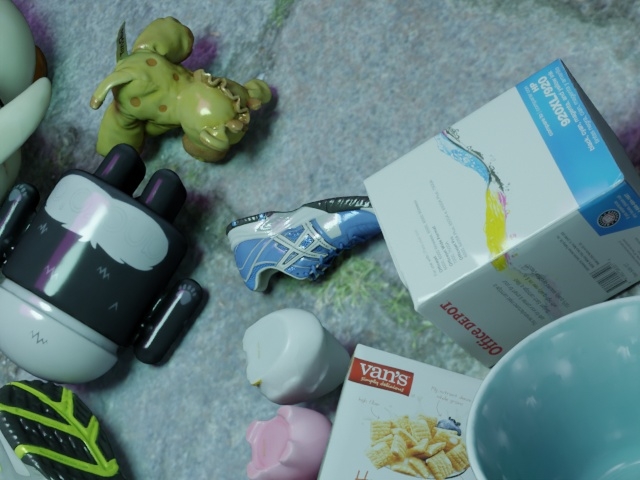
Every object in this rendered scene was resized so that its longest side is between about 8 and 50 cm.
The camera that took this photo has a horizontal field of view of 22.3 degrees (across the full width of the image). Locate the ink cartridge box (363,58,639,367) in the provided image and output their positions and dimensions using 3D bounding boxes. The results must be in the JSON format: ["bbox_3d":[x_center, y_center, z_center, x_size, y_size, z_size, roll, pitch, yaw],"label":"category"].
[{"bbox_3d":[0.195,-0.022,1.593,0.233,0.171,0.168,-32,53,14],"label":"ink cartridge box"}]

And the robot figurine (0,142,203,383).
[{"bbox_3d":[-0.261,0.030,1.856,0.209,0.173,0.278,24,80,45],"label":"robot figurine"}]

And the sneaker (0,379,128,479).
[{"bbox_3d":[-0.250,0.326,1.740,0.384,0.145,0.147,55,132,35],"label":"sneaker"}]

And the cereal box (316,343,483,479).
[{"bbox_3d":[0.085,0.228,1.527,0.173,0.047,0.240,16,58,0],"label":"cereal box"}]

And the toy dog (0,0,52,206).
[{"bbox_3d":[-0.485,-0.174,1.987,0.395,0.284,0.408,-35,28,28],"label":"toy dog"}]

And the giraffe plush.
[{"bbox_3d":[-0.154,-0.162,1.908,0.170,0.210,0.181,25,75,8],"label":"giraffe plush"}]

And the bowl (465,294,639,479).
[{"bbox_3d":[0.291,0.201,1.384,0.312,0.163,0.311,-12,35,9],"label":"bowl"}]

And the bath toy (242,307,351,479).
[{"bbox_3d":[-0.018,0.239,1.624,0.151,0.129,0.348,-28,51,41],"label":"bath toy"}]

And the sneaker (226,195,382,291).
[{"bbox_3d":[0.000,0.000,1.778,0.211,0.080,0.081,-14,81,26],"label":"sneaker"}]
